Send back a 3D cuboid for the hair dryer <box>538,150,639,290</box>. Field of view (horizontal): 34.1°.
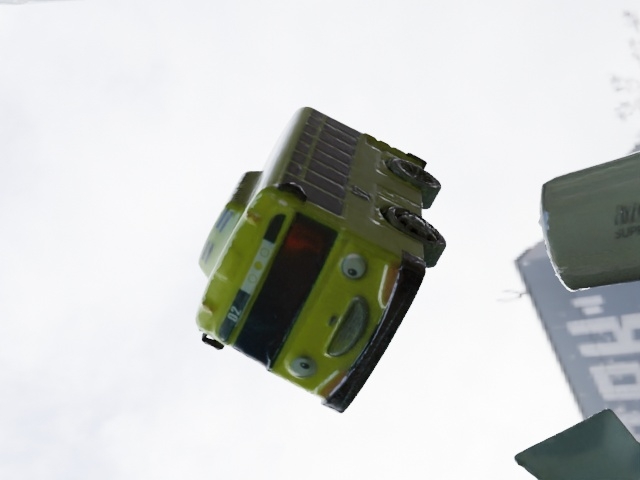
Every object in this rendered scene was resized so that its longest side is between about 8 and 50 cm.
[{"bbox_3d":[0.178,0.025,0.332,0.088,0.219,0.225,-29,-55,-62],"label":"hair dryer"}]

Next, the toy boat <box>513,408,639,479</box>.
[{"bbox_3d":[0.150,0.214,0.429,0.067,0.220,0.291,31,-137,-71],"label":"toy boat"}]

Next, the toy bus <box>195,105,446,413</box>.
[{"bbox_3d":[0.000,0.000,0.775,0.150,0.128,0.262,27,-160,-4],"label":"toy bus"}]

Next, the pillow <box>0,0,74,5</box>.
[{"bbox_3d":[-0.375,-0.309,1.039,0.310,0.312,0.119,-3,-59,-29],"label":"pillow"}]
